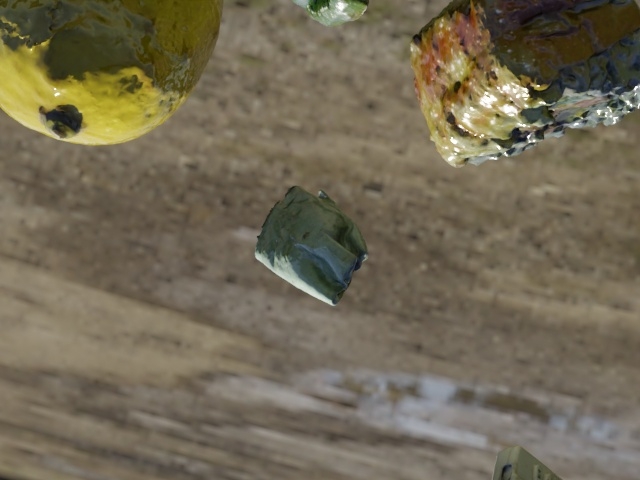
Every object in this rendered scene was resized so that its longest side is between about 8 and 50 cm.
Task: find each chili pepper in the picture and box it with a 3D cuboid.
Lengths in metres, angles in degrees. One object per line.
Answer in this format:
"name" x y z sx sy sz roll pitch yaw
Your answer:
"chili pepper" 0.009 -0.231 1.560 0.073 0.072 0.204 -7 -173 -7

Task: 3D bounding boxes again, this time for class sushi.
"sushi" 0.192 -0.159 1.480 0.184 0.139 0.274 -13 172 -20

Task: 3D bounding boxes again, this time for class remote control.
"remote control" 0.243 0.296 1.706 0.049 0.090 0.230 -19 133 38

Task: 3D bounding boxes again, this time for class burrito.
"burrito" -0.002 0.003 1.296 0.044 0.074 0.118 41 177 -32

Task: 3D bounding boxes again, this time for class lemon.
"lemon" -0.225 -0.237 1.741 0.260 0.284 0.260 25 176 2
